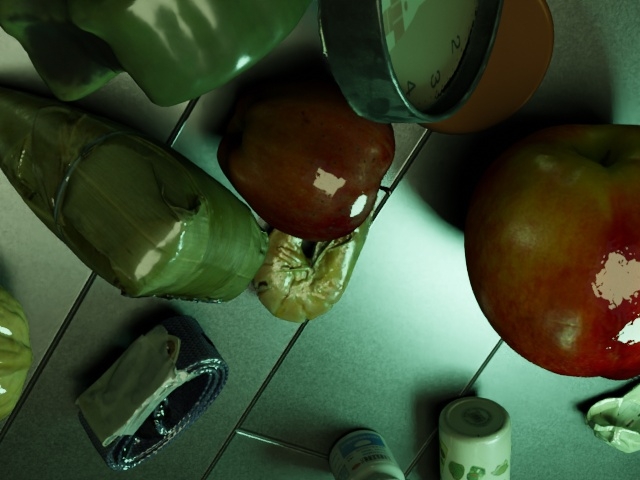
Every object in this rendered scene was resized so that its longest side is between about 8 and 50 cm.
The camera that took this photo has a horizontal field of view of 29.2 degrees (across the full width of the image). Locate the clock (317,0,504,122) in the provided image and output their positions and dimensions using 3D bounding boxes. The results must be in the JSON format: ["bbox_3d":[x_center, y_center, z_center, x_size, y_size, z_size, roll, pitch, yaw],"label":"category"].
[{"bbox_3d":[0.121,-0.326,1.453,0.386,0.076,0.386,-26,121,-55],"label":"clock"}]

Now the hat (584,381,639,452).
[{"bbox_3d":[0.543,0.301,2.130,0.166,0.081,0.122,-40,86,-11],"label":"hat"}]

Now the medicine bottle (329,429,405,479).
[{"bbox_3d":[0.084,0.388,1.952,0.105,0.168,0.105,-9,122,-15],"label":"medicine bottle"}]

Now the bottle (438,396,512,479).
[{"bbox_3d":[0.256,0.390,2.045,0.120,0.120,0.253,-11,123,-13],"label":"bottle"}]

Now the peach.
[{"bbox_3d":[0.380,0.023,1.730,0.388,0.388,0.388,-9,122,-14],"label":"peach"}]

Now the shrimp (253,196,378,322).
[{"bbox_3d":[0.000,0.000,1.762,0.145,0.061,0.267,26,111,-20],"label":"shrimp"}]

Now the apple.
[{"bbox_3d":[-0.012,-0.108,1.591,0.234,0.234,0.234,-9,122,-14],"label":"apple"}]

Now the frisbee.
[{"bbox_3d":[0.211,-0.259,1.703,0.251,0.021,0.250,-9,120,-15],"label":"frisbee"}]

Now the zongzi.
[{"bbox_3d":[-0.264,-0.067,1.596,0.174,0.393,0.356,-56,160,3],"label":"zongzi"}]

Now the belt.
[{"bbox_3d":[-0.246,0.212,1.762,0.230,0.126,0.140,-45,147,9],"label":"belt"}]

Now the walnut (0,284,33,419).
[{"bbox_3d":[-0.497,0.142,1.581,0.261,0.225,0.225,6,117,-28],"label":"walnut"}]

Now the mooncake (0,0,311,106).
[{"bbox_3d":[-0.177,-0.299,1.348,0.351,0.351,0.187,-30,122,-1],"label":"mooncake"}]
